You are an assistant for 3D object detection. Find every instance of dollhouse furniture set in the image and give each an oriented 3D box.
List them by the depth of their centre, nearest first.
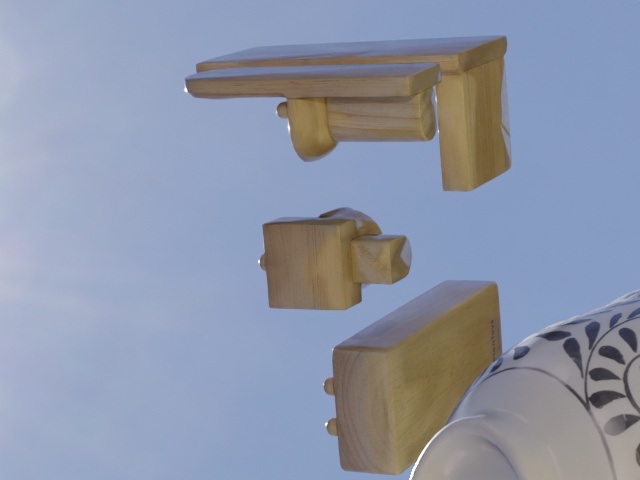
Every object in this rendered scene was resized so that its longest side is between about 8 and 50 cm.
[{"bbox_3d":[0.000,0.000,0.800,0.144,0.123,0.151,-26,-66,-60],"label":"dollhouse furniture set"}]

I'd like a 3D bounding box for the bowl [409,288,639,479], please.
[{"bbox_3d":[0.077,0.095,0.596,0.080,0.170,0.170,6,-80,-29],"label":"bowl"}]
